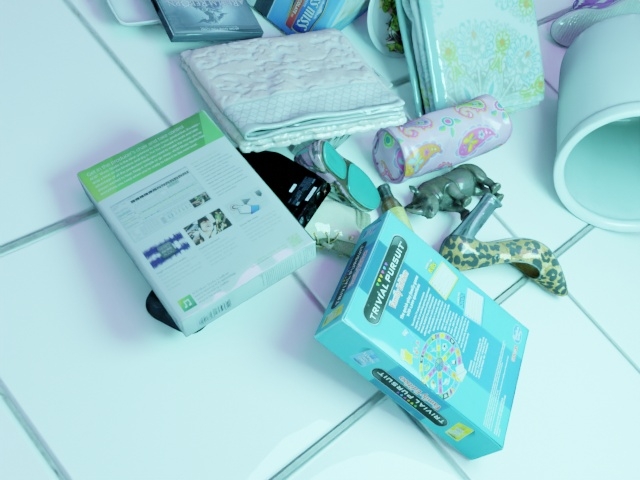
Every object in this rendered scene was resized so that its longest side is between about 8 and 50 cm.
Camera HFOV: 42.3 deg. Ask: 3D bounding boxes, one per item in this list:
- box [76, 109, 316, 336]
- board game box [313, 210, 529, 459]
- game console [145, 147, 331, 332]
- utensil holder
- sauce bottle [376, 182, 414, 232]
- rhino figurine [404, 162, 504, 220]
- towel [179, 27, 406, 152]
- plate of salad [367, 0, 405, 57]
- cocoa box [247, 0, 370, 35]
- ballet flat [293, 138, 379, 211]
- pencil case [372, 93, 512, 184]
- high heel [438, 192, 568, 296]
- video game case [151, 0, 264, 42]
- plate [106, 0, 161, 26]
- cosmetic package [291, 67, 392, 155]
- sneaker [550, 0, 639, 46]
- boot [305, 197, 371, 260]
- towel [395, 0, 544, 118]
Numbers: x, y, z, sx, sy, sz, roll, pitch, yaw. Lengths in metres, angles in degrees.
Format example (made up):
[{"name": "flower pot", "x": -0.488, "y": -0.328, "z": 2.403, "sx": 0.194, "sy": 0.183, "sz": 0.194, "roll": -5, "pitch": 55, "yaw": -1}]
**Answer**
[{"name": "box", "x": -0.191, "y": -0.038, "z": 1.257, "sx": 0.232, "sy": 0.058, "sz": 0.322, "roll": -31, "pitch": 63, "yaw": -18}, {"name": "board game box", "x": 0.175, "y": 0.151, "z": 1.337, "sx": 0.336, "sy": 0.079, "sz": 0.254, "roll": 39, "pitch": 46, "yaw": -13}, {"name": "game console", "x": -0.153, "y": -0.012, "z": 1.312, "sx": 0.213, "sy": 0.044, "sz": 0.361, "roll": 19, "pitch": 56, "yaw": 23}, {"name": "utensil holder", "x": 0.676, "y": -0.267, "z": 1.801, "sx": 0.327, "sy": 0.327, "sz": 0.385, "roll": 24, "pitch": 47, "yaw": -10}, {"name": "sauce bottle", "x": 0.138, "y": -0.049, "z": 1.536, "sx": 0.042, "sy": 0.042, "sz": 0.128, "roll": -2, "pitch": 59, "yaw": -29}, {"name": "rhino figurine", "x": 0.248, "y": -0.088, "z": 1.601, "sx": 0.243, "sy": 0.073, "sz": 0.106, "roll": -22, "pitch": 49, "yaw": -37}, {"name": "towel", "x": -0.052, "y": -0.288, "z": 1.513, "sx": 0.332, "sy": 0.053, "sz": 0.317, "roll": -13, "pitch": 45, "yaw": -23}, {"name": "plate of salad", "x": 0.189, "y": -0.497, "z": 1.808, "sx": 0.200, "sy": 0.200, "sz": 0.048, "roll": -10, "pitch": 27, "yaw": -33}, {"name": "cocoa box", "x": 0.025, "y": -0.607, "z": 1.766, "sx": 0.228, "sy": 0.231, "sz": 0.347, "roll": 40, "pitch": 47, "yaw": 3}, {"name": "ballet flat", "x": 0.025, "y": -0.113, "z": 1.483, "sx": 0.221, "sy": 0.079, "sz": 0.077, "roll": 35, "pitch": 54, "yaw": -51}, {"name": "pencil case", "x": 0.239, "y": -0.203, "z": 1.625, "sx": 0.284, "sy": 0.124, "sz": 0.124, "roll": -22, "pitch": 68, "yaw": -25}, {"name": "high heel", "x": 0.342, "y": 0.062, "z": 1.560, "sx": 0.261, "sy": 0.093, "sz": 0.186, "roll": 45, "pitch": 70, "yaw": -9}, {"name": "video game case", "x": -0.250, "y": -0.497, "z": 1.617, "sx": 0.196, "sy": 0.026, "sz": 0.274, "roll": -11, "pitch": 62, "yaw": -34}, {"name": "plate", "x": -0.332, "y": -0.524, "z": 1.639, "sx": 0.277, "sy": 0.045, "sz": 0.278, "roll": -18, "pitch": 66, "yaw": -36}, {"name": "cosmetic package", "x": 0.045, "y": -0.236, "z": 1.590, "sx": 0.060, "sy": 0.099, "sz": 0.239, "roll": 42, "pitch": 48, "yaw": 3}, {"name": "sneaker", "x": 0.707, "y": -0.600, "z": 2.237, "sx": 0.282, "sy": 0.102, "sz": 0.161, "roll": -17, "pitch": 33, "yaw": -21}, {"name": "boot", "x": 0.000, "y": 0.000, "z": 1.405, "sx": 0.165, "sy": 0.077, "sz": 0.213, "roll": 27, "pitch": 48, "yaw": -11}, {"name": "towel", "x": 0.322, "y": -0.433, "z": 1.757, "sx": 0.320, "sy": 0.090, "sz": 0.374, "roll": -17, "pitch": 104, "yaw": -28}]
